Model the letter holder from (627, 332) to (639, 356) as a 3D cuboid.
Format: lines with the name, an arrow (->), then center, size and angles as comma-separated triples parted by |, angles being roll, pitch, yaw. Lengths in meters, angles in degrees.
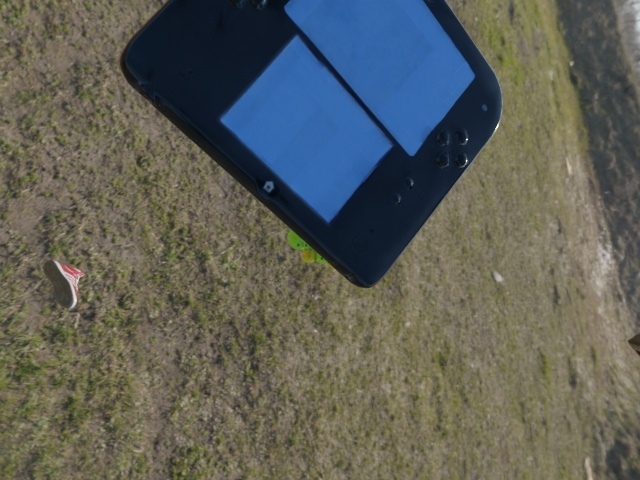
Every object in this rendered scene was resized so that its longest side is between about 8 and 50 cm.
letter holder -> 0.617, 0.134, 0.502 | 0.215, 0.301, 0.152 | 53, 10, 15

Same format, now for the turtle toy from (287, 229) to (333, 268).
turtle toy -> 0.000, 0.000, 0.743 | 0.066, 0.130, 0.095 | 46, 56, -73

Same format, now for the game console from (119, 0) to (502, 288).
game console -> 0.033, -0.180, 0.490 | 0.386, 0.060, 0.342 | 42, 77, -21

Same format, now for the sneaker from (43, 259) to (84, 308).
sneaker -> -0.509, 0.092, 0.836 | 0.118, 0.042, 0.067 | 50, 0, 22
